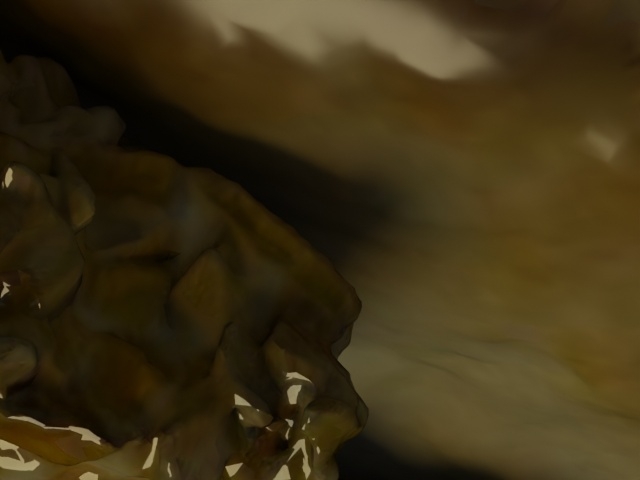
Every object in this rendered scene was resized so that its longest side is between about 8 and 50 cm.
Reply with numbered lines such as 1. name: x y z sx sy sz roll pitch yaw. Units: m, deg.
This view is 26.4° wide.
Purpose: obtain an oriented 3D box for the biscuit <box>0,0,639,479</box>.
1. biscuit: 0.001 -0.001 0.497 0.429 0.104 0.446 -4 144 42

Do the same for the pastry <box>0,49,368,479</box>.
1. pastry: -0.111 0.007 0.364 0.250 0.102 0.154 28 150 -8
